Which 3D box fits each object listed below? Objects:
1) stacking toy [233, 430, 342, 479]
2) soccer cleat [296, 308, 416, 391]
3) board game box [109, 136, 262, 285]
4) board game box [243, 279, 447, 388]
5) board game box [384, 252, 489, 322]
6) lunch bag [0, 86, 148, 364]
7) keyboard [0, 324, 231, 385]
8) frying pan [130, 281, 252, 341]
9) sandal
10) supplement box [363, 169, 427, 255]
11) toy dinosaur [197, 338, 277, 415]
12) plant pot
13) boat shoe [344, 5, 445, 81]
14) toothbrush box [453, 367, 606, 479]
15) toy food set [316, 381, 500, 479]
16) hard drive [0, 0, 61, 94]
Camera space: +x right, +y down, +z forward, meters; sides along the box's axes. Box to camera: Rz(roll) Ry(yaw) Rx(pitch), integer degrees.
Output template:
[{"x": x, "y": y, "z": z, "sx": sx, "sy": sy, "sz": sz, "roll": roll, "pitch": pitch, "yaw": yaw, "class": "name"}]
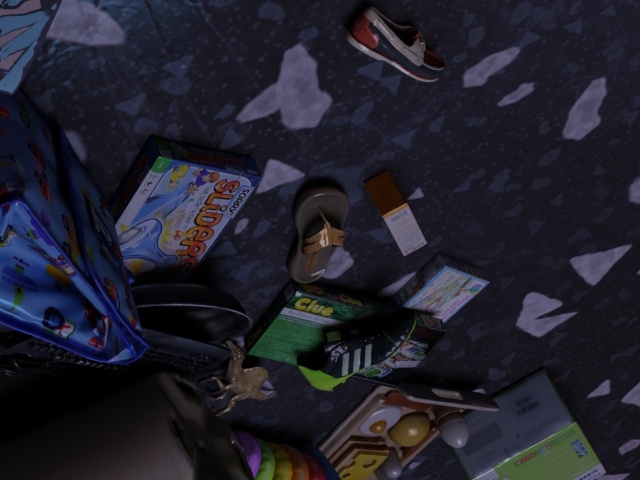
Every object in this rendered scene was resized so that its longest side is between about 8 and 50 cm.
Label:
[{"x": -0.115, "y": 0.354, "z": 1.713, "sx": 0.175, "sy": 0.166, "sz": 0.302, "roll": -47, "pitch": 130, "yaw": 2, "class": "stacking toy"}, {"x": 0.048, "y": 0.142, "z": 1.535, "sx": 0.179, "sy": 0.060, "sz": 0.072, "roll": -35, "pitch": 121, "yaw": 18, "class": "soccer cleat"}, {"x": -0.175, "y": -0.025, "z": 1.293, "sx": 0.136, "sy": 0.035, "sz": 0.201, "roll": 9, "pitch": 132, "yaw": -37, "class": "board game box"}, {"x": 0.037, "y": 0.134, "z": 1.583, "sx": 0.260, "sy": 0.030, "sz": 0.136, "roll": 18, "pitch": 129, "yaw": -32, "class": "board game box"}, {"x": 0.155, "y": 0.088, "z": 1.628, "sx": 0.103, "sy": 0.026, "sz": 0.154, "roll": 20, "pitch": 124, "yaw": -43, "class": "board game box"}, {"x": -0.274, "y": -0.011, "z": 1.096, "sx": 0.138, "sy": 0.221, "sz": 0.293, "roll": -32, "pitch": 143, "yaw": 8, "class": "lunch bag"}, {"x": -0.267, "y": 0.144, "z": 1.387, "sx": 0.202, "sy": 0.033, "sz": 0.317, "roll": -17, "pitch": 159, "yaw": 24, "class": "keyboard"}, {"x": -0.242, "y": 0.087, "z": 1.349, "sx": 0.326, "sy": 0.053, "sz": 0.197, "roll": 5, "pitch": 160, "yaw": -21, "class": "frying pan"}, {"x": 0.000, "y": 0.000, "z": 1.413, "sx": 0.072, "sy": 0.049, "sz": 0.180, "roll": -9, "pitch": 140, "yaw": -21, "class": "sandal"}, {"x": 0.094, "y": -0.034, "z": 1.417, "sx": 0.036, "sy": 0.062, "sz": 0.098, "roll": -29, "pitch": 144, "yaw": 2, "class": "supplement box"}, {"x": -0.114, "y": 0.209, "z": 1.599, "sx": 0.093, "sy": 0.053, "sz": 0.183, "roll": -27, "pitch": 143, "yaw": 0, "class": "toy dinosaur"}, {"x": -0.262, "y": 0.329, "z": 1.428, "sx": 0.305, "sy": 0.333, "sz": 0.334, "roll": -33, "pitch": 143, "yaw": 8, "class": "plant pot"}, {"x": 0.088, "y": -0.210, "z": 1.214, "sx": 0.137, "sy": 0.049, "sz": 0.043, "roll": 18, "pitch": 123, "yaw": -37, "class": "boat shoe"}, {"x": 0.368, "y": 0.374, "z": 2.020, "sx": 0.206, "sy": 0.122, "sz": 0.283, "roll": -31, "pitch": 142, "yaw": 7, "class": "toothbrush box"}, {"x": 0.125, "y": 0.348, "z": 1.872, "sx": 0.220, "sy": 0.092, "sz": 0.306, "roll": 13, "pitch": 128, "yaw": -40, "class": "toy food set"}, {"x": -0.282, "y": -0.250, "z": 0.915, "sx": 0.172, "sy": 0.054, "sz": 0.254, "roll": 9, "pitch": 121, "yaw": -38, "class": "hard drive"}]
